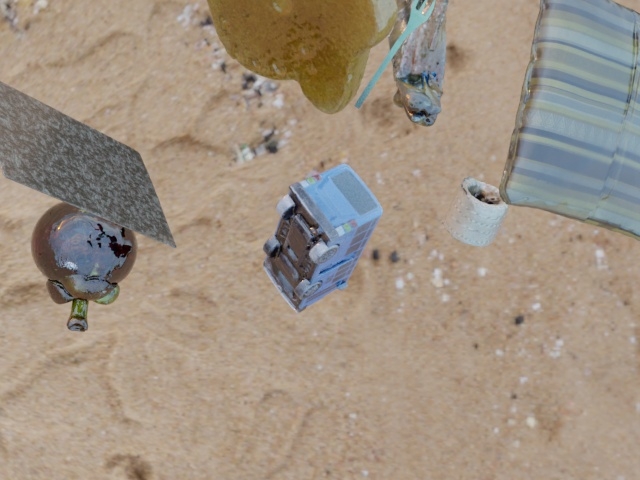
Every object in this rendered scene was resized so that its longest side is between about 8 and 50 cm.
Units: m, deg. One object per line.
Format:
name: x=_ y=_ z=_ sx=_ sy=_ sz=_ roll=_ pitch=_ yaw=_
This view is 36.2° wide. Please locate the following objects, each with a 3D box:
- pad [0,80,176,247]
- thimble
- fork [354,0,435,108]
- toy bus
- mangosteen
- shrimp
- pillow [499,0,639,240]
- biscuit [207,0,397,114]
pad: x=-0.255 y=-0.083 z=1.038 sx=0.235 sy=0.003 sz=0.158 roll=26 pitch=30 yaw=-49
thimble: x=0.282 y=-0.052 z=1.771 sx=0.102 sy=0.115 sz=0.090 roll=12 pitch=119 yaw=-14
fork: x=0.127 y=-0.319 z=1.643 sx=0.039 sy=0.021 sz=0.235 roll=33 pitch=83 yaw=-12
toy bus: x=0.000 y=0.000 z=1.507 sx=0.133 sy=0.234 sz=0.116 roll=-28 pitch=69 yaw=-28
mangosteen: x=-0.375 y=0.025 z=1.534 sx=0.172 sy=0.172 sz=0.184 roll=6 pitch=126 yaw=-29
shrimp: x=0.206 y=-0.418 z=1.909 sx=0.110 sy=0.221 sz=0.446 roll=14 pitch=62 yaw=-20
pillow: x=0.261 y=-0.118 z=0.904 sx=0.208 sy=0.052 sz=0.212 roll=12 pitch=88 yaw=-33
biscuit: x=-0.021 y=-0.319 z=1.389 sx=0.057 sy=0.343 sz=0.287 roll=-41 pitch=110 yaw=-34
